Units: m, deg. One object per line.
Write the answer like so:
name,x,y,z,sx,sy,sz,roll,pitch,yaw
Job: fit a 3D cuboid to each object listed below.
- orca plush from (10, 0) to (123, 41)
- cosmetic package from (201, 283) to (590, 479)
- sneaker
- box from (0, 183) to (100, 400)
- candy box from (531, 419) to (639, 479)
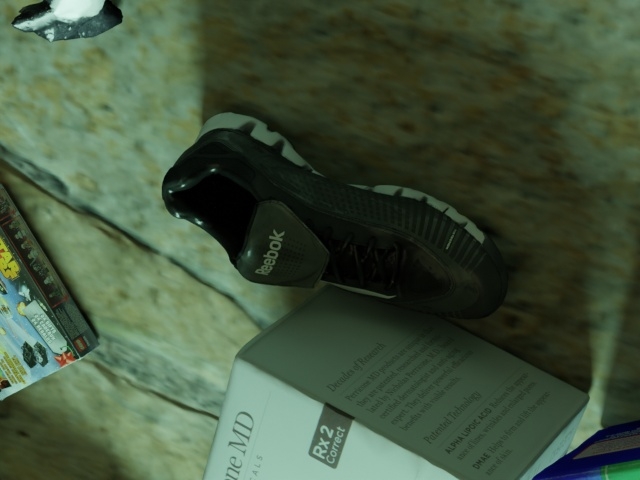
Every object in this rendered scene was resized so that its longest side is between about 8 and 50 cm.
orca plush,-0.098,-0.248,1.202,0.151,0.102,0.287,6,136,-18
cosmetic package,0.041,0.142,1.231,0.184,0.151,0.151,26,120,18
sneaker,0.000,0.000,1.221,0.234,0.106,0.078,26,122,18
box,-0.230,0.038,1.417,0.094,0.027,0.137,-27,96,37
candy box,0.295,0.251,1.126,0.268,0.122,0.317,-15,93,34
